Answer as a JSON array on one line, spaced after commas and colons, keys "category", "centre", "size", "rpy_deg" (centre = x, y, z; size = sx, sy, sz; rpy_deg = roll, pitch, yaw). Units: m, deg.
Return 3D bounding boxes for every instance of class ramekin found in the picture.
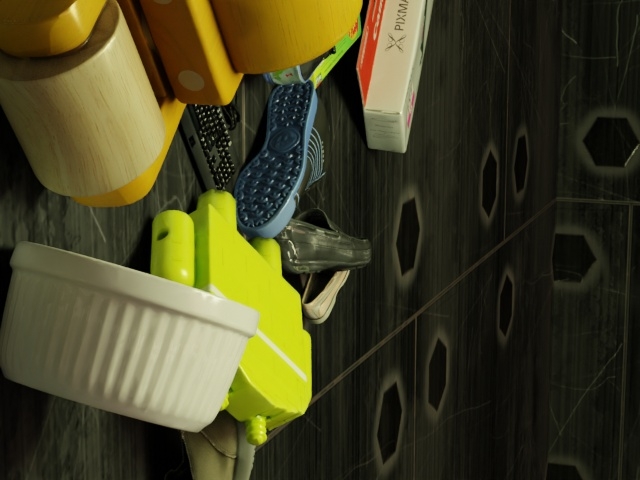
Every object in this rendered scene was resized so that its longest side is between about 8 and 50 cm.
[{"category": "ramekin", "centre": [-0.161, 0.081, 1.216], "size": [0.207, 0.207, 0.109], "rpy_deg": [33, 72, -68]}]

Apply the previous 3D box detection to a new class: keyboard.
[{"category": "keyboard", "centre": [-0.108, -0.134, 1.560], "size": [0.192, 0.038, 0.100], "rpy_deg": [74, 28, -47]}]

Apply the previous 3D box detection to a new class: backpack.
[{"category": "backpack", "centre": [-0.039, -0.227, 1.666], "size": [0.114, 0.084, 0.105], "rpy_deg": [-66, 152, -55]}]

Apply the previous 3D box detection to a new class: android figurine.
[{"category": "android figurine", "centre": [-0.081, 0.078, 1.499], "size": [0.248, 0.056, 0.273], "rpy_deg": [46, 26, -38]}]

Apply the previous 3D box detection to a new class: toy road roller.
[{"category": "toy road roller", "centre": [-0.107, -0.194, 1.242], "size": [0.202, 0.241, 0.329], "rpy_deg": [72, 29, -46]}]

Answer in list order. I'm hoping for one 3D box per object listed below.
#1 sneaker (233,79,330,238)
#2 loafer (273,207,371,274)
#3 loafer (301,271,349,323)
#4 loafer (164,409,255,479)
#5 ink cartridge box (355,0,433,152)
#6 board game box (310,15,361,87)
[{"category": "sneaker", "centre": [-0.034, -0.077, 1.715], "size": [0.090, 0.081, 0.232], "rpy_deg": [63, 34, -44]}, {"category": "loafer", "centre": [0.000, 0.000, 1.820], "size": [0.223, 0.076, 0.078], "rpy_deg": [-2, 90, -61]}, {"category": "loafer", "centre": [0.006, 0.045, 1.916], "size": [0.039, 0.045, 0.125], "rpy_deg": [59, 42, -48]}, {"category": "loafer", "centre": [-0.126, 0.268, 1.549], "size": [0.094, 0.087, 0.251], "rpy_deg": [-134, -133, -61]}, {"category": "ink cartridge box", "centre": [0.106, -0.292, 2.045], "size": [0.239, 0.060, 0.275], "rpy_deg": [78, 22, -69]}, {"category": "board game box", "centre": [-0.001, -0.262, 1.829], "size": [0.181, 0.043, 0.092], "rpy_deg": [-55, 145, -55]}]
